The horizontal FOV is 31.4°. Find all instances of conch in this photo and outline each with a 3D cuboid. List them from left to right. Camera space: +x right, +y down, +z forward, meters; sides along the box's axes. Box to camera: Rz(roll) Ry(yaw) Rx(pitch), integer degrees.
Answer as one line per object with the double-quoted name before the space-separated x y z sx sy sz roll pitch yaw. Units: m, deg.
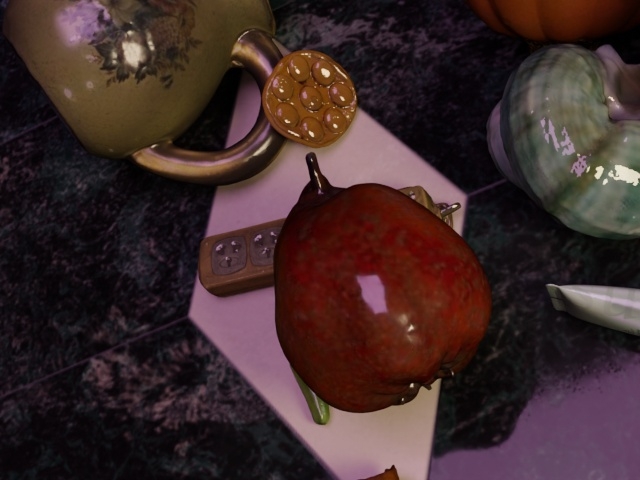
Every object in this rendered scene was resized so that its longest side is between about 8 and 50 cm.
"conch" 0.265 -0.101 1.068 0.277 0.195 0.220 -4 40 46

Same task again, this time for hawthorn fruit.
"hawthorn fruit" 0.045 0.030 1.066 0.208 0.208 0.248 -27 79 11

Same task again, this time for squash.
"squash" -0.010 0.146 1.158 0.027 0.027 0.089 -30 62 9

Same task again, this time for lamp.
"lamp" 0.241 -0.279 1.126 0.223 0.223 0.197 8 116 26

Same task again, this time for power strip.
"power strip" 0.000 0.000 1.203 0.305 0.044 0.064 -13 64 17

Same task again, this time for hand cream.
"hand cream" 0.309 0.069 1.032 0.204 0.078 0.050 10 75 21

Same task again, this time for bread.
"bread" -0.011 -0.155 1.249 0.110 0.024 0.110 1 86 -17

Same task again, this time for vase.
"vase" -0.160 -0.211 1.282 0.302 0.241 0.329 -36 87 -9

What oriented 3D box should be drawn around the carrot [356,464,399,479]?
"carrot" 0.072 0.308 1.034 0.072 0.072 0.205 -27 66 11
